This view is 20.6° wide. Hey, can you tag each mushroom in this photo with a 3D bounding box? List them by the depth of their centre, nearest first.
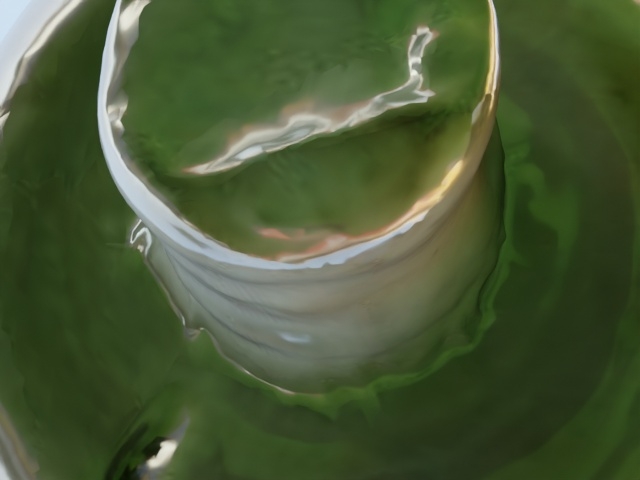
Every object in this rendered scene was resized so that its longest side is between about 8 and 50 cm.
[{"bbox_3d":[0.000,0.000,0.449,0.243,0.243,0.244,6,-104,-23],"label":"mushroom"}]
